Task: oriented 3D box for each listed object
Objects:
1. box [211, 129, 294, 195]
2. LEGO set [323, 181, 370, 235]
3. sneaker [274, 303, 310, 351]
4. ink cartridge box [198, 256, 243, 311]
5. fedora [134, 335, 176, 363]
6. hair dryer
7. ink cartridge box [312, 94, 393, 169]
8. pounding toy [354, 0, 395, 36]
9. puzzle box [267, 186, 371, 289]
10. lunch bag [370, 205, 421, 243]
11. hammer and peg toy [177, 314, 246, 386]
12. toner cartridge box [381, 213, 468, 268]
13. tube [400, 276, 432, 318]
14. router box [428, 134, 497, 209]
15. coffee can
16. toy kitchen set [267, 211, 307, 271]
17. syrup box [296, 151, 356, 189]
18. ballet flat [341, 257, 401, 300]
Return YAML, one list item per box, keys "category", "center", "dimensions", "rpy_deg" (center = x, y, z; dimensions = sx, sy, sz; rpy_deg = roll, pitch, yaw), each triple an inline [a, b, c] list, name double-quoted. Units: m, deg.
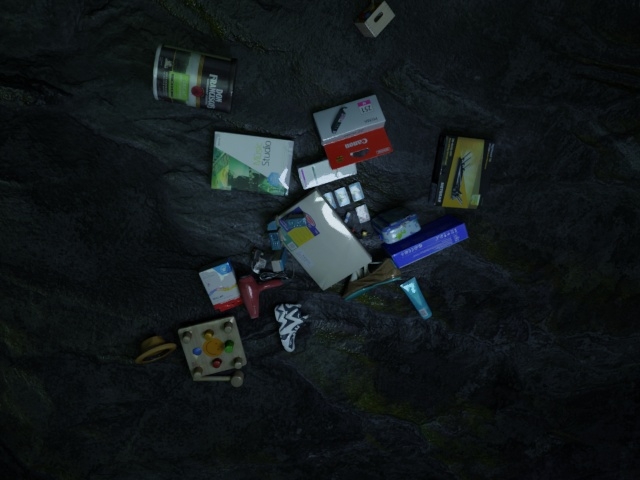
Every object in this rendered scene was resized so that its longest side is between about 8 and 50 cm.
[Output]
- category: "box"
  center: [-0.280, -0.315, 1.869]
  dimensions: [0.321, 0.058, 0.233]
  rpy_deg: [4, 105, -10]
- category: "LEGO set"
  center: [0.123, -0.112, 1.998]
  dimensions: [0.182, 0.060, 0.245]
  rpy_deg: [-20, 109, 1]
- category: "sneaker"
  center: [-0.111, 0.392, 2.084]
  dimensions: [0.152, 0.094, 0.235]
  rpy_deg: [-12, 98, 3]
- category: "ink cartridge box"
  center: [-0.422, 0.206, 1.987]
  dimensions: [0.134, 0.078, 0.231]
  rpy_deg: [-21, 109, -3]
- category: "fedora"
  center: [-0.727, 0.469, 1.989]
  dimensions: [0.194, 0.194, 0.079]
  rpy_deg: [-26, 73, -1]
- category: "hair dryer"
  center: [-0.247, 0.198, 1.973]
  dimensions: [0.223, 0.080, 0.294]
  rpy_deg: [27, 83, -16]
- category: "ink cartridge box"
  center: [0.133, -0.439, 1.845]
  dimensions: [0.274, 0.060, 0.239]
  rpy_deg: [-18, 76, -4]
- category: "pounding toy"
  center: [0.205, -0.877, 1.758]
  dimensions: [0.141, 0.130, 0.100]
  rpy_deg: [-47, 120, 6]
- category: "puzzle box"
  center: [0.000, 0.000, 1.972]
  dimensions: [0.272, 0.052, 0.409]
  rpy_deg: [-32, 110, 19]
- category: "lunch bag"
  center: [0.318, -0.069, 1.956]
  dimensions: [0.175, 0.219, 0.090]
  rpy_deg: [-24, 108, -1]
- category: "hammer and peg toy"
  center: [-0.475, 0.526, 2.045]
  dimensions: [0.265, 0.127, 0.362]
  rpy_deg: [-12, 108, -6]
- category: "toner cartridge box"
  center: [0.460, 0.002, 2.030]
  dimensions: [0.347, 0.165, 0.075]
  rpy_deg: [-24, 109, -1]
- category: "tube"
  center: [0.463, 0.279, 2.176]
  dimensions: [0.080, 0.052, 0.207]
  rpy_deg: [-32, 104, -4]
- category: "router box"
  center: [0.625, -0.300, 2.013]
  dimensions: [0.242, 0.081, 0.309]
  rpy_deg: [3, 106, -11]
- category: "coffee can"
  center: [-0.457, -0.595, 1.682]
  dimensions: [0.275, 0.201, 0.202]
  rpy_deg: [8, 105, -11]
- category: "toy kitchen set"
  center: [-0.126, 0.005, 1.887]
  dimensions: [0.165, 0.122, 0.207]
  rpy_deg: [-6, 116, 9]
- category: "syrup box"
  center: [0.023, -0.297, 1.905]
  dimensions: [0.236, 0.093, 0.097]
  rpy_deg: [-16, 109, -4]
- category: "ballet flat"
  center: [0.210, 0.164, 2.023]
  dimensions: [0.116, 0.342, 0.124]
  rpy_deg: [-7, 72, -42]
